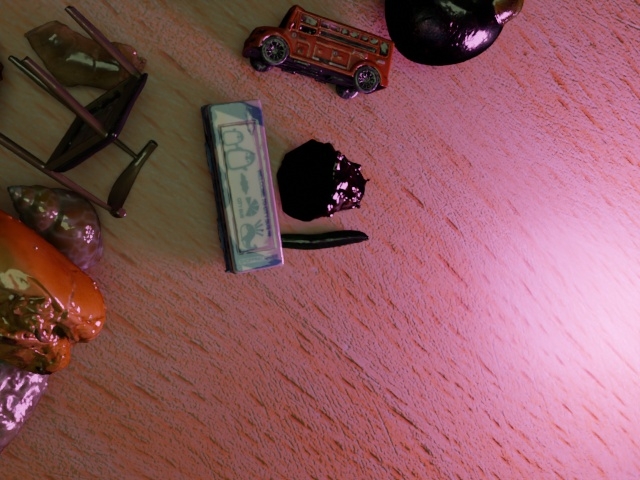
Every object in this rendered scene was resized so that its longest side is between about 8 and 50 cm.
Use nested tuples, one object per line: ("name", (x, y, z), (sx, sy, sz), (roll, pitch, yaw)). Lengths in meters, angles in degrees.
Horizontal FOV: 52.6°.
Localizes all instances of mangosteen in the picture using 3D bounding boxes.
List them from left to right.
("mangosteen", (0.232, -0.426, 1.130), (0.243, 0.243, 0.243), (-2, 97, -16))

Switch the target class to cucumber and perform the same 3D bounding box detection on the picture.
("cucumber", (0.000, 0.000, 1.215), (0.184, 0.033, 0.036), (-4, 123, -15))

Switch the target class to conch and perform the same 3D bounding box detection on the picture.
("conch", (-0.420, -0.019, 1.058), (0.116, 0.106, 0.173), (0, 111, 3))

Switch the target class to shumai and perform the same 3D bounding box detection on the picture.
("shumai", (-0.562, 0.244, 0.981), (0.261, 0.225, 0.222), (-42, 109, 10))

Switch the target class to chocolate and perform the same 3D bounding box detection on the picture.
("chocolate", (0.021, -0.097, 1.176), (0.133, 0.156, 0.156), (9, 95, -44))

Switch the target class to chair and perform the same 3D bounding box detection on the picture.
("chair", (-0.347, -0.180, 0.983), (0.166, 0.188, 0.272), (-24, 128, 28))

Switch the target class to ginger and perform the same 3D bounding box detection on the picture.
("ginger", (-0.382, -0.296, 1.050), (0.190, 0.069, 0.095), (10, 76, -17))

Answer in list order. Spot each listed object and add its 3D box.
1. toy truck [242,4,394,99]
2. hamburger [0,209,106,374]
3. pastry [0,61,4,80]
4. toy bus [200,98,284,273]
("toy truck", (-0.004, -0.331, 1.135), (0.253, 0.107, 0.114), (14, 92, -19))
("hamburger", (-0.448, 0.058, 0.900), (0.314, 0.290, 0.170), (28, 75, 19))
("pastry", (-0.552, -0.230, 0.953), (0.115, 0.208, 0.097), (-12, 138, 23))
("toy bus", (-0.134, -0.091, 1.112), (0.106, 0.131, 0.297), (-10, 97, -14))
